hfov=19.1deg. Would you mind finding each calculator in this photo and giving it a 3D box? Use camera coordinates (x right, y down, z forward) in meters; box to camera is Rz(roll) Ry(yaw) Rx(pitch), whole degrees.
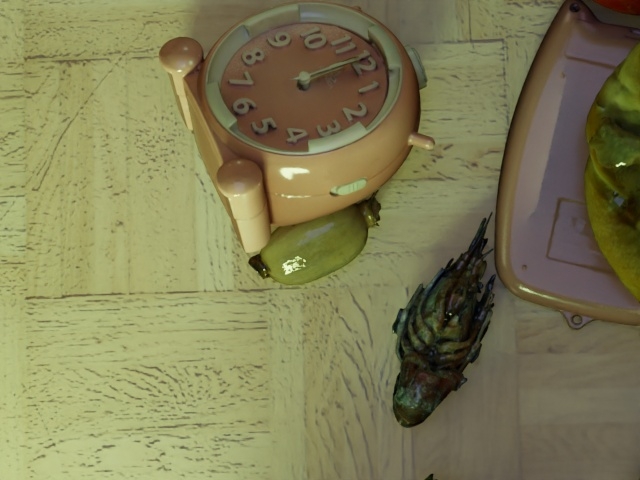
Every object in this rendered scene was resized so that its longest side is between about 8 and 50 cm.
[{"bbox_3d":[0.292,-0.071,1.900,0.220,0.048,0.330,12,87,5],"label":"calculator"}]

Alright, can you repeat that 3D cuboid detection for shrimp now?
[{"bbox_3d":[0.123,0.076,1.885,0.090,0.079,0.233,22,81,2],"label":"shrimp"}]

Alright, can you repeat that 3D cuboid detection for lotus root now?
[{"bbox_3d":[0.000,0.000,1.906,0.150,0.062,0.073,-28,121,3],"label":"lotus root"}]

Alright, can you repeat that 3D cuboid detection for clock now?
[{"bbox_3d":[-0.009,-0.124,1.883,0.241,0.142,0.227,-23,56,-7],"label":"clock"}]

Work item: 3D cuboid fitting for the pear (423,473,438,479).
[{"bbox_3d":[0.190,0.369,1.805,0.255,0.238,0.164,13,128,-13],"label":"pear"}]

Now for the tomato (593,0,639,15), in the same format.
[{"bbox_3d":[0.317,-0.265,1.869,0.139,0.159,0.091,-10,95,44],"label":"tomato"}]

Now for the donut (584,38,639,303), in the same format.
[{"bbox_3d":[0.425,-0.075,1.761,0.360,0.170,0.360,2,96,22],"label":"donut"}]

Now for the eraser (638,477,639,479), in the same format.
[{"bbox_3d":[0.484,0.316,1.790,0.331,0.150,0.331,-1,81,5],"label":"eraser"}]
